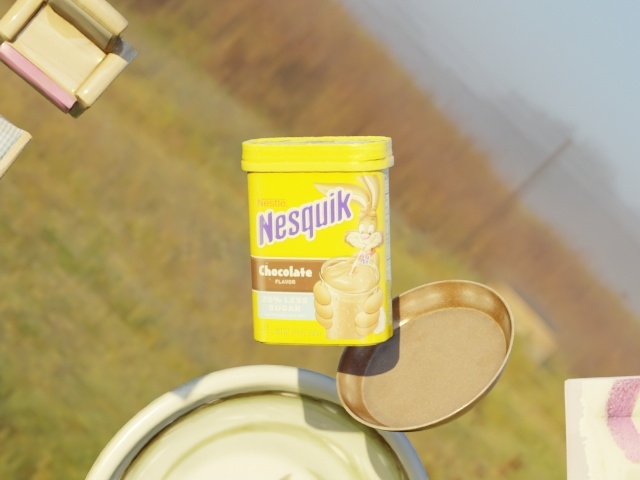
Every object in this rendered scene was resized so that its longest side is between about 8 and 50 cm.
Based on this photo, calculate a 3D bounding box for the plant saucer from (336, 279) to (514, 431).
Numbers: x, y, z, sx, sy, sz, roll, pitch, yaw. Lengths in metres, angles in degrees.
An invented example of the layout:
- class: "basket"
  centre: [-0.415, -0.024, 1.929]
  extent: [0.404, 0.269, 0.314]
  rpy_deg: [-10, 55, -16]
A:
- class: "plant saucer"
  centre: [0.095, 0.106, 1.746]
  extent: [0.168, 0.168, 0.029]
  rpy_deg: [48, -7, 51]

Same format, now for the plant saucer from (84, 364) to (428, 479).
- class: "plant saucer"
  centre: [-0.078, 0.319, 2.085]
  extent: [0.400, 0.400, 0.100]
  rpy_deg: [45, -7, -18]

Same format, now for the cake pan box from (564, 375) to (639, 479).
- class: "cake pan box"
  centre: [0.322, 0.238, 1.610]
  extent: [0.070, 0.246, 0.267]
  rpy_deg: [26, 63, -66]

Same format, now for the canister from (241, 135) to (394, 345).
- class: "canister"
  centre: [0.000, 0.000, 1.677]
  extent: [0.073, 0.126, 0.170]
  rpy_deg: [-27, 116, -73]

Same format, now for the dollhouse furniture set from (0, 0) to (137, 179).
- class: "dollhouse furniture set"
  centre: [-0.308, -0.099, 1.178]
  extent: [0.286, 0.303, 0.198]
  rpy_deg: [40, -12, -5]
